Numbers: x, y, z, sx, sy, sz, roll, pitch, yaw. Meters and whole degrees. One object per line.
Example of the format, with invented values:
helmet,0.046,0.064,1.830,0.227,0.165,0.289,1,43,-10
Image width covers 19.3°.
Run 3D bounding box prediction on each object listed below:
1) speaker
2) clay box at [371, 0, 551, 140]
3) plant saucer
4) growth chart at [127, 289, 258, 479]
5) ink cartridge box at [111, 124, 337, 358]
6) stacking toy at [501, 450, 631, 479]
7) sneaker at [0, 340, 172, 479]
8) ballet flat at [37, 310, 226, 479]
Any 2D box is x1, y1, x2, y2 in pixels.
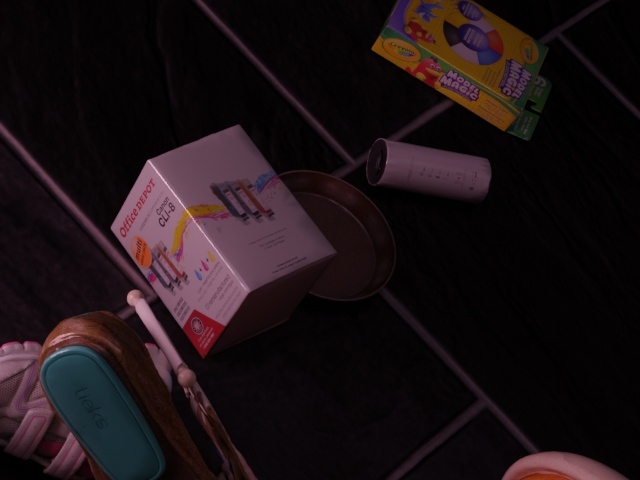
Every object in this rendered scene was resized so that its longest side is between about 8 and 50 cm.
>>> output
speaker,0.122,-0.078,2.132,0.136,0.055,0.055,9,53,-23
clay box,0.183,-0.224,2.278,0.222,0.053,0.127,30,48,-5
plant saucer,0.000,0.000,2.023,0.168,0.029,0.168,15,51,-19
growth chart,-0.103,0.162,1.721,0.021,0.237,0.172,-30,30,-8
ink cartridge box,-0.100,-0.001,1.900,0.127,0.128,0.176,-24,69,-39
stacking toy,0.111,0.428,1.618,0.480,0.350,0.350,-27,71,-24
sneaker,-0.237,0.162,1.719,0.252,0.103,0.111,-2,56,-30
ballet flat,-0.142,0.207,1.672,0.342,0.116,0.124,63,21,-16
